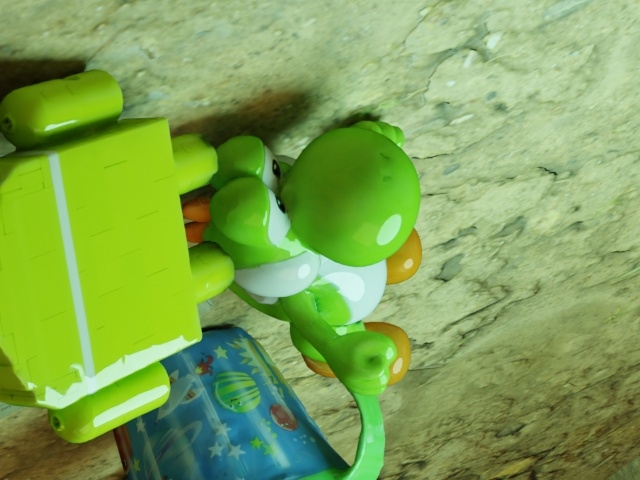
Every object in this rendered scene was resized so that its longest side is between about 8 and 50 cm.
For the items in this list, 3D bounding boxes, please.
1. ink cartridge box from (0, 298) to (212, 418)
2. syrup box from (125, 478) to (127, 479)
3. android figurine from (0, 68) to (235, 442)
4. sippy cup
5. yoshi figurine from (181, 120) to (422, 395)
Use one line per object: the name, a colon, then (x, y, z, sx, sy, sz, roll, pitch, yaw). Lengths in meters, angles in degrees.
ink cartridge box: (-0.225, 0.047, 1.377, 0.234, 0.088, 0.193, -28, 159, 0)
syrup box: (-0.188, 0.330, 2.031, 0.093, 0.096, 0.237, -13, 154, -36)
android figurine: (-0.162, 0.014, 1.182, 0.056, 0.248, 0.273, 1, -163, 36)
sippy cup: (-0.096, 0.217, 1.718, 0.305, 0.224, 0.240, -22, 158, -12)
yoshi figurine: (0.025, 0.007, 1.472, 0.203, 0.203, 0.362, -44, 155, -1)
